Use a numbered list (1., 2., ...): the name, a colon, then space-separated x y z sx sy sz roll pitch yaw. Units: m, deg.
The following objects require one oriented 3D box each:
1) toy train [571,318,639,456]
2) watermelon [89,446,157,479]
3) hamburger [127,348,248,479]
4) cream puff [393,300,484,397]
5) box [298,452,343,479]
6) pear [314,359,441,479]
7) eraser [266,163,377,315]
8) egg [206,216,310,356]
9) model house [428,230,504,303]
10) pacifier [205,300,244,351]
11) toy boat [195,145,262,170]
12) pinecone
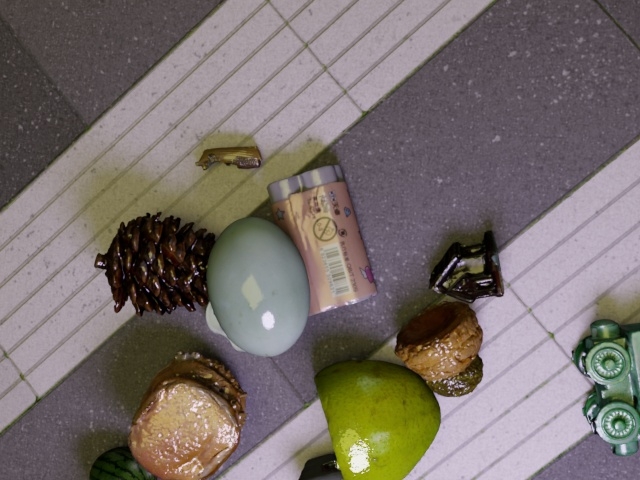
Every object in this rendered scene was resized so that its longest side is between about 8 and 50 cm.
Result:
1. toy train: 0.602 0.278 1.562 0.201 0.145 0.266 -9 90 9
2. watermelon: -0.415 0.531 1.773 0.187 0.140 0.141 21 95 25
3. hamburger: -0.271 0.362 1.710 0.245 0.211 0.261 -10 94 4
4. cream puff: 0.258 0.234 1.636 0.183 0.183 0.169 -29 105 11
5. box: 0.065 0.510 1.677 0.210 0.148 0.129 -17 97 12
6. pear: 0.121 0.334 1.612 0.239 0.139 0.288 -12 48 -7
7. eraser: 0.000 0.000 1.714 0.171 0.087 0.291 -17 88 10
8. egg: -0.123 0.092 1.625 0.202 0.203 0.283 -11 87 12
9. model house: 0.288 0.067 1.631 0.152 0.165 0.106 -14 105 13
10. pacifier: -0.179 0.167 1.736 0.150 0.116 0.127 43 94 10
11. toy boat: -0.200 -0.177 1.770 0.149 0.047 0.049 -2 91 11
12. pinecone: -0.338 0.050 1.722 0.272 0.224 0.224 -1 91 -11
